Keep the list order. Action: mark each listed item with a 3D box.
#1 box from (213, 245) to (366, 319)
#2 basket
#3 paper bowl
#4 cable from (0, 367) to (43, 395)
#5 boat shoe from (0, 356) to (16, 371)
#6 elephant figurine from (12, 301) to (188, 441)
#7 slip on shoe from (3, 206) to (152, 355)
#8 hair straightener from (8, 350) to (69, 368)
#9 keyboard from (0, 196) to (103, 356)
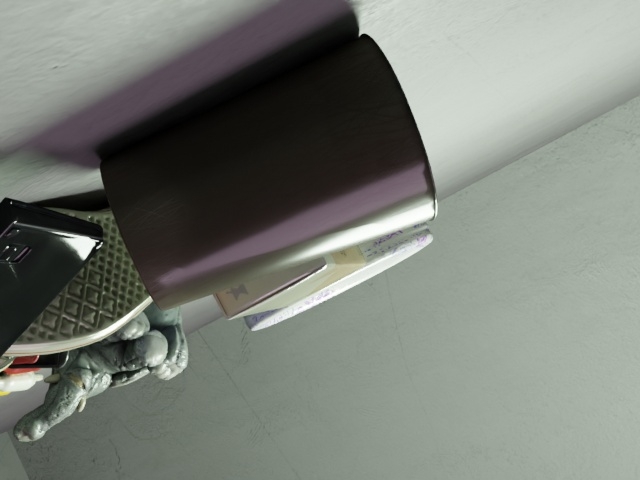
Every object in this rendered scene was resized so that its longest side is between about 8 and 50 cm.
[{"bbox_3d":[-0.049,-0.006,1.288,0.121,0.148,0.311,-28,176,8],"label":"box"},{"bbox_3d":[-0.043,-0.045,0.901,0.227,0.154,0.204,-22,174,-3],"label":"basket"},{"bbox_3d":[0.000,0.000,1.582,0.284,0.148,0.284,-25,175,-2],"label":"paper bowl"},{"bbox_3d":[-0.479,0.191,1.572,0.139,0.072,0.287,-35,171,30],"label":"cable"},{"bbox_3d":[-0.341,0.093,1.198,0.073,0.080,0.223,-21,171,4],"label":"boat shoe"},{"bbox_3d":[-0.311,0.155,1.609,0.239,0.169,0.186,-35,157,26],"label":"elephant figurine"},{"bbox_3d":[-0.211,0.027,0.999,0.101,0.123,0.331,-24,-179,30],"label":"slip on shoe"},{"bbox_3d":[-0.380,0.144,1.399,0.230,0.047,0.089,-14,158,38],"label":"hair straightener"},{"bbox_3d":[-0.301,0.089,0.783,0.317,0.033,0.201,-46,160,11],"label":"keyboard"}]
